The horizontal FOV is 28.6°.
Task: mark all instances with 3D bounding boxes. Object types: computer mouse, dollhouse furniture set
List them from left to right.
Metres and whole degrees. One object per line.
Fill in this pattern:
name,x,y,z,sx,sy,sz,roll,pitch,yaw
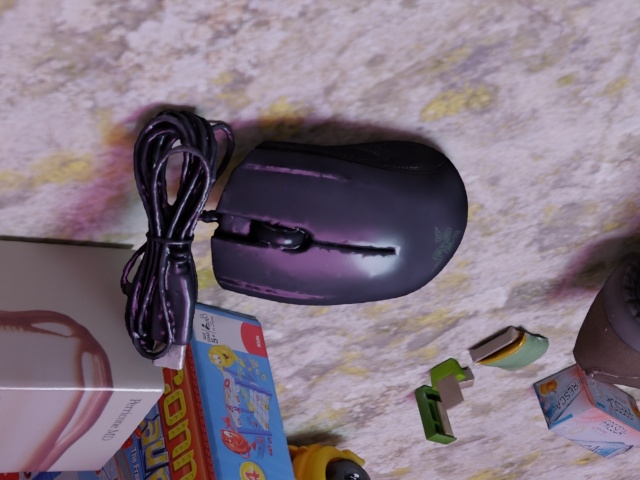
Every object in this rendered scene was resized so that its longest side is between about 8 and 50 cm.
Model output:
computer mouse,0.000,0.000,0.897,0.272,0.072,0.188,-5,118,-26
dollhouse furniture set,0.167,0.151,1.294,0.152,0.058,0.076,-33,146,27

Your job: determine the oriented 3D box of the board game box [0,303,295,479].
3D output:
board game box,-0.152,0.260,1.080,0.086,0.308,0.302,19,135,-42

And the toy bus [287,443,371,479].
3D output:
toy bus,-0.070,0.279,1.308,0.211,0.220,0.149,42,124,-17

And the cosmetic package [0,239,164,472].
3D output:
cosmetic package,-0.282,0.085,0.905,0.296,0.129,0.153,3,144,-30

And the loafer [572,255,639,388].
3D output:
loafer,0.393,0.100,1.232,0.366,0.133,0.130,15,143,-27

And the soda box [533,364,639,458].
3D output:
soda box,0.314,0.199,1.443,0.063,0.058,0.183,-30,147,22
